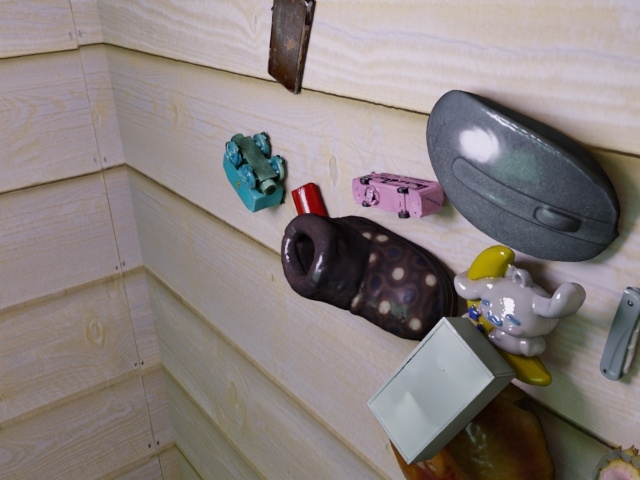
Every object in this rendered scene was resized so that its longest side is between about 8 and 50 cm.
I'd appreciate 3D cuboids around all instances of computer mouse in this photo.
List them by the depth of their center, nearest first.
[{"bbox_3d":[0.286,-0.102,1.008,0.374,0.114,0.203,44,138,36],"label":"computer mouse"}]

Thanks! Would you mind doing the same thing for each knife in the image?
[{"bbox_3d":[0.454,0.144,0.960,0.044,0.023,0.162,38,135,45],"label":"knife"}]

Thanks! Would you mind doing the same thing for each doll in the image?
[{"bbox_3d":[0.319,0.120,1.071,0.252,0.111,0.237,-136,38,-53],"label":"doll"}]

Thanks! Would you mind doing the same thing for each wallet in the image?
[{"bbox_3d":[-0.071,-0.459,1.461,0.122,0.031,0.232,44,141,31],"label":"wallet"}]

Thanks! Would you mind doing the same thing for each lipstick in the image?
[{"bbox_3d":[0.000,0.000,1.550,0.073,0.073,0.280,-23,85,59],"label":"lipstick"}]

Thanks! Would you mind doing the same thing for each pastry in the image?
[{"bbox_3d":[0.274,0.384,1.230,0.356,0.164,0.356,30,131,41],"label":"pastry"}]

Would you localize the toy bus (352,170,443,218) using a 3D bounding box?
[{"bbox_3d":[0.149,-0.090,1.252,0.203,0.090,0.063,19,121,52],"label":"toy bus"}]

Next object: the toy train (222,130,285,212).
[{"bbox_3d":[-0.177,-0.180,1.694,0.203,0.112,0.163,57,151,26],"label":"toy train"}]

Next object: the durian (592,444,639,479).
[{"bbox_3d":[0.473,0.429,0.971,0.195,0.185,0.305,-130,37,-63],"label":"durian"}]

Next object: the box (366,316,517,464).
[{"bbox_3d":[0.200,0.253,1.087,0.225,0.086,0.129,-53,54,23],"label":"box"}]

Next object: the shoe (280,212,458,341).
[{"bbox_3d":[0.079,0.068,1.278,0.384,0.237,0.171,42,123,43],"label":"shoe"}]
